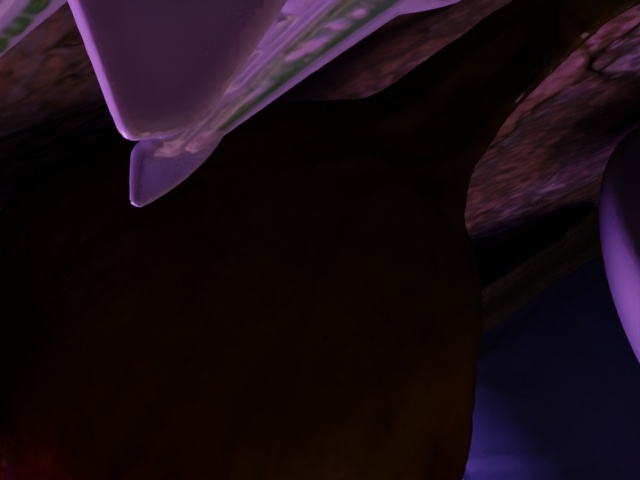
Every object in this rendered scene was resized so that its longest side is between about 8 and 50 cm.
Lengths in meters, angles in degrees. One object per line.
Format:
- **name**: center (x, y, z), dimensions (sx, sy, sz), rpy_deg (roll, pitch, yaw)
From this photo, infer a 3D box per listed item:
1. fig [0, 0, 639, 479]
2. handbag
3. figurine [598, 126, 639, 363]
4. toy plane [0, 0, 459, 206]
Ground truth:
- **fig**: center (0.010, 0.024, 0.690), dimensions (0.290, 0.191, 0.190), rpy_deg (-34, 171, -19)
- **handbag**: center (0.127, 0.146, 1.135), dimensions (0.222, 0.241, 0.263), rpy_deg (-30, 173, -29)
- **figurine**: center (0.239, -0.053, 0.863), dimensions (0.205, 0.225, 0.382), rpy_deg (9, 135, -2)
- **toy plane**: center (0.038, -0.095, 0.400), dimensions (0.255, 0.101, 0.251), rpy_deg (-21, 167, -30)
